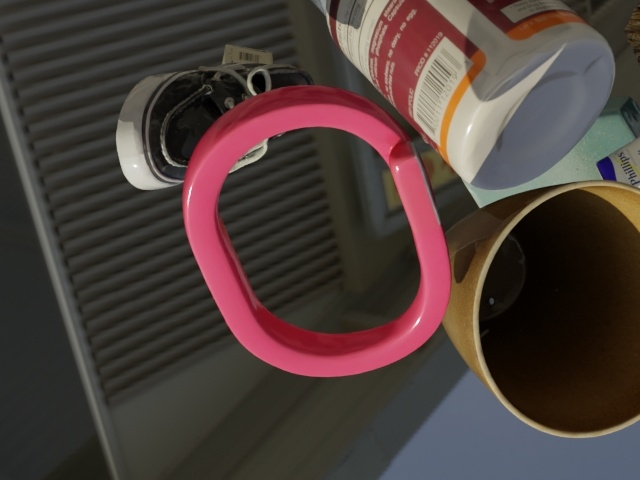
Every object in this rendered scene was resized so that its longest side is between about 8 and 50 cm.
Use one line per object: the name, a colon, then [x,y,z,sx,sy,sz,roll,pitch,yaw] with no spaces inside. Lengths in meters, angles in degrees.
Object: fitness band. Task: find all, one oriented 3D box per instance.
fitness band: [0.000,0.000,0.938,0.209,0.291,0.054,-15,-143,7]

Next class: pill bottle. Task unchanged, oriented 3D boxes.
pill bottle: [0.146,-0.262,1.324,0.224,0.224,0.392,-21,-127,-24]

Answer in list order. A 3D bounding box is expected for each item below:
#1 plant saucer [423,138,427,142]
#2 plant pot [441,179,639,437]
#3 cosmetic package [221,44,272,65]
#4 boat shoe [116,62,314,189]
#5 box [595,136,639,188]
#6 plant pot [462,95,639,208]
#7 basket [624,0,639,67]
plant saucer: [0.263,-0.279,1.856,0.259,0.048,0.258,-16,-142,-4]
plant pot: [0.213,0.049,1.107,0.237,0.237,0.254,-17,-169,-13]
cosmetic package: [-0.096,-0.176,1.322,0.060,0.115,0.041,10,-135,-10]
boat shoe: [-0.094,-0.127,1.130,0.105,0.113,0.306,-2,-168,25]
box: [0.442,-0.081,1.393,0.137,0.126,0.072,-32,-131,17]
plant pot: [0.410,-0.096,1.722,0.252,0.248,0.247,-32,-179,28]
basket: [0.710,-0.334,1.895,0.299,0.223,0.213,6,-125,43]
